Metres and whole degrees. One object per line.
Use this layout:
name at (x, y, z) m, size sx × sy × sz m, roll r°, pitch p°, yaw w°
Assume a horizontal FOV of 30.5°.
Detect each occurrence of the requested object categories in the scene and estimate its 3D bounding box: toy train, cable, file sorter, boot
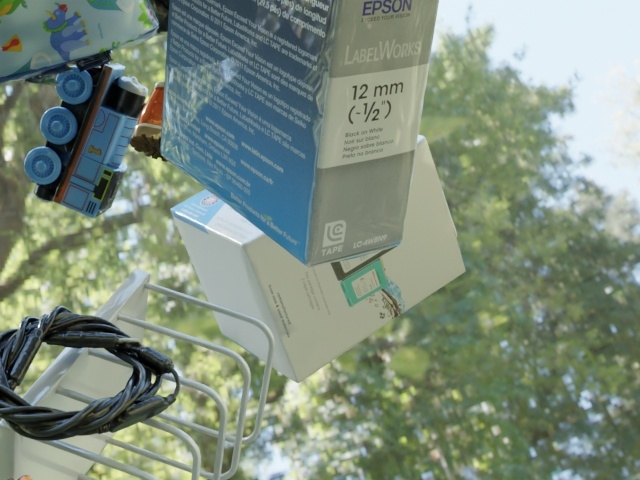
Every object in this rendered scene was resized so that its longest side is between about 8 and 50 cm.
toy train at (-0.260, -0.119, 1.326) m, size 0.105 × 0.080 × 0.184 m, roll 23°, pitch -81°, yaw -3°
cable at (-0.224, 0.115, 1.046) m, size 0.184 × 0.150 × 0.047 m, roll -18°, pitch -39°, yaw -48°
file sorter at (-0.179, 0.198, 1.178) m, size 0.173 × 0.278 × 0.193 m, roll 18°, pitch -57°, yaw 11°
boot at (-0.112, -0.116, 1.230) m, size 0.157 × 0.085 × 0.059 m, roll 18°, pitch -27°, yaw -9°

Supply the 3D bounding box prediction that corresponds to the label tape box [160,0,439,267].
label tape box at (-0.022, -0.189, 0.977) m, size 0.115 × 0.249 × 0.348 m, roll -11°, pitch -58°, yaw -35°

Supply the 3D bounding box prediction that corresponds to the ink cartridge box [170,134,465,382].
ink cartridge box at (0.000, 0.000, 1.447) m, size 0.270 × 0.198 × 0.197 m, roll -32°, pitch -62°, yaw -22°

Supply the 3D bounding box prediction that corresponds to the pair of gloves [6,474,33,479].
pair of gloves at (-0.203, 0.187, 0.768) m, size 0.083 × 0.074 × 0.010 m, roll -2°, pitch -53°, yaw -49°

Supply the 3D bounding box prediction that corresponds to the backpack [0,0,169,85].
backpack at (-0.321, -0.284, 1.161) m, size 0.355 × 0.273 × 0.290 m, roll -11°, pitch -57°, yaw -3°
